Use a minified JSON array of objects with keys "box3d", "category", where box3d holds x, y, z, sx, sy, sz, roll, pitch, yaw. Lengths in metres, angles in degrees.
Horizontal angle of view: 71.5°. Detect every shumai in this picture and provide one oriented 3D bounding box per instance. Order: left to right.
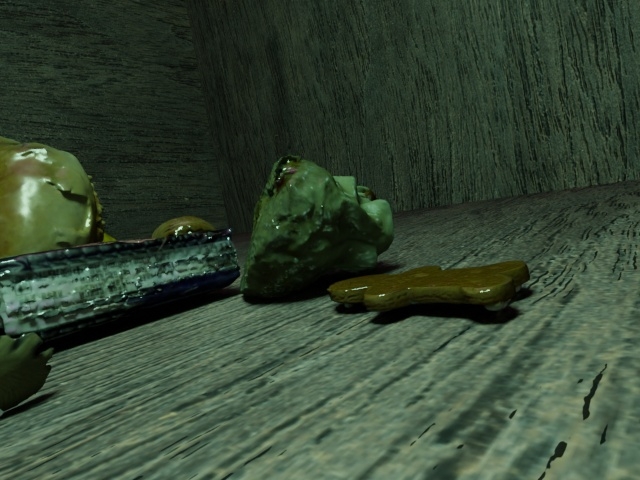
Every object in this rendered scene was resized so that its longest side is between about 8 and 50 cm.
[{"box3d":[-0.002,-0.001,0.664,0.218,0.188,0.256,7,-16,-16],"category":"shumai"}]

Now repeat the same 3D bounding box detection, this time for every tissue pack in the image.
[{"box3d":[-0.319,0.064,0.673,0.333,0.123,0.245,-10,-2,-45],"category":"tissue pack"}]

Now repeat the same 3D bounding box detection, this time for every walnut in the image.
[{"box3d":[-0.364,0.008,1.230,0.184,0.155,0.155,-13,5,-22],"category":"walnut"}]

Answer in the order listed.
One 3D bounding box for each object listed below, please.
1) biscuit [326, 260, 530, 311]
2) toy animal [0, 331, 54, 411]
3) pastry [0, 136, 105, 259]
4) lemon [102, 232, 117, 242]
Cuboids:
[{"box3d":[0.099,0.050,0.456,0.205,0.031,0.138,-6,5,34],"category":"biscuit"},{"box3d":[-0.317,0.107,0.290,0.214,0.093,0.186,-19,-2,-9],"category":"toy animal"},{"box3d":[-0.614,-0.015,0.861,0.410,0.409,0.245,-9,-24,12],"category":"pastry"},{"box3d":[-0.577,0.050,1.057,0.208,0.169,0.170,-8,5,20],"category":"lemon"}]
